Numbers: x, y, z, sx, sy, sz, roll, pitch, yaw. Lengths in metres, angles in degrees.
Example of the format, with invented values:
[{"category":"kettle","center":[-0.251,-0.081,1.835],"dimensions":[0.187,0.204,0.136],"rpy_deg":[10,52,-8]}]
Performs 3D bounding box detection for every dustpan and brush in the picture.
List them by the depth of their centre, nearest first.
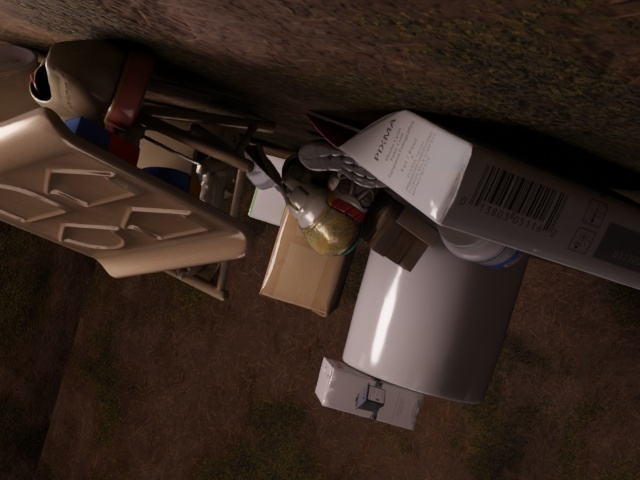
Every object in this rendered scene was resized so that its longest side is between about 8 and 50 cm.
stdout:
[{"category":"dustpan and brush","center":[-0.106,-0.131,1.771],"dimensions":[0.060,0.211,0.147],"rpy_deg":[-28,171,14]}]

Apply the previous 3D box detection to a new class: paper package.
[{"category":"paper package","center":[0.000,0.000,2.093],"dimensions":[0.168,0.325,0.309],"rpy_deg":[17,-179,7]}]

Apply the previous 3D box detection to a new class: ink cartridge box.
[{"category":"ink cartridge box","center":[0.188,-0.086,1.027],"dimensions":[0.308,0.091,0.385],"rpy_deg":[16,-163,-28]},{"category":"ink cartridge box","center":[0.095,0.303,1.730],"dimensions":[0.190,0.082,0.139],"rpy_deg":[15,180,-6]},{"category":"ink cartridge box","center":[-0.096,-0.114,2.127],"dimensions":[0.093,0.154,0.212],"rpy_deg":[16,180,9]}]

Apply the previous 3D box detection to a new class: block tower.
[{"category":"block tower","center":[0.105,-0.045,1.609],"dimensions":[0.091,0.097,0.335],"rpy_deg":[33,-175,-22]}]

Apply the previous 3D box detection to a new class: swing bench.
[{"category":"swing bench","center":[-0.229,-0.077,1.360],"dimensions":[0.254,0.253,0.165],"rpy_deg":[15,-149,2]}]

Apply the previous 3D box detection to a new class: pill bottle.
[{"category":"pill bottle","center":[0.272,-0.022,1.464],"dimensions":[0.124,0.124,0.221],"rpy_deg":[16,179,27]}]

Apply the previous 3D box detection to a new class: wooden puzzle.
[{"category":"wooden puzzle","center":[-0.307,-0.063,1.163],"dimensions":[0.322,0.080,0.348],"rpy_deg":[-10,149,38]}]

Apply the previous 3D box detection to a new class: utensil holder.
[{"category":"utensil holder","center":[0.241,0.104,1.778],"dimensions":[0.327,0.385,0.327],"rpy_deg":[16,179,0]}]

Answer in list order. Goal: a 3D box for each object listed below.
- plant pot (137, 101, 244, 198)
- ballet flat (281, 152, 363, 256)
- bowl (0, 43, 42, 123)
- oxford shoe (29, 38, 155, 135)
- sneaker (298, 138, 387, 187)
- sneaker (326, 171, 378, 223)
[{"category":"plant pot","center":[-0.286,-0.142,1.568],"dimensions":[0.274,0.256,0.256],"rpy_deg":[-2,174,19]},{"category":"ballet flat","center":[-0.015,-0.077,1.622],"dimensions":[0.123,0.123,0.348],"rpy_deg":[16,-160,-17]},{"category":"bowl","center":[-0.491,-0.209,1.300],"dimensions":[0.298,0.134,0.298],"rpy_deg":[3,-149,-2]},{"category":"oxford shoe","center":[-0.308,-0.199,1.126],"dimensions":[0.130,0.123,0.348],"rpy_deg":[19,168,-20]},{"category":"sneaker","center":[0.047,-0.132,1.364],"dimensions":[0.158,0.061,0.065],"rpy_deg":[17,-154,1]},{"category":"sneaker","center":[0.069,-0.102,1.486],"dimensions":[0.088,0.093,0.225],"rpy_deg":[30,-164,-9]}]
